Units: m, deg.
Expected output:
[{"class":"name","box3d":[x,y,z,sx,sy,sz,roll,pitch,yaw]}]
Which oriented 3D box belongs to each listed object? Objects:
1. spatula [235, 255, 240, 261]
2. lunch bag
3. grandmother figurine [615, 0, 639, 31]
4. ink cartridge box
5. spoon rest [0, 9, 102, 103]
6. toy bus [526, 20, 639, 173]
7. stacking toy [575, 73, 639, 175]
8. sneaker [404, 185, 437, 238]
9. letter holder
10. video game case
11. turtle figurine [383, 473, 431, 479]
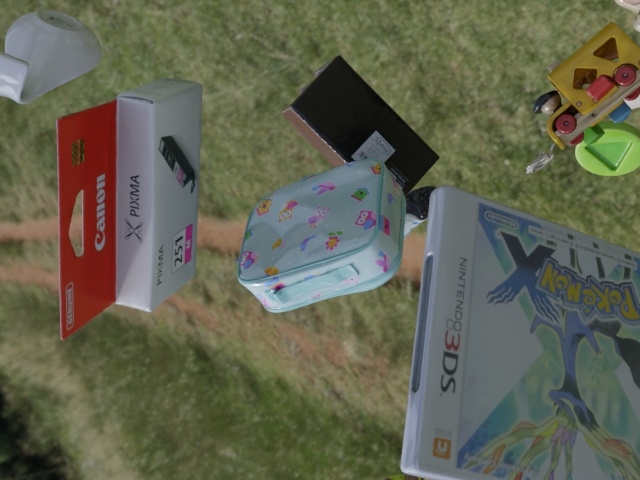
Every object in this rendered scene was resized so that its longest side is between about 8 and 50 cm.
[{"class":"spatula","box3d":[-0.057,0.054,1.902,0.296,0.084,0.030,19,132,34]},{"class":"lunch bag","box3d":[0.000,0.000,1.439,0.279,0.224,0.108,-19,135,26]},{"class":"grandmother figurine","box3d":[0.511,-0.427,1.338,0.342,0.104,0.207,-51,-49,-73]},{"class":"ink cartridge box","box3d":[-0.224,-0.041,1.063,0.060,0.239,0.275,12,113,15]},{"class":"spoon rest","box3d":[-0.396,-0.258,1.234,0.137,0.276,0.084,21,116,-5]},{"class":"toy bus","box3d":[0.369,-0.214,1.248,0.104,0.202,0.191,55,150,18]},{"class":"stacking toy","box3d":[0.650,-0.234,1.676,0.280,0.130,0.309,13,144,5]},{"class":"sneaker","box3d":[0.198,-0.051,2.150,0.085,0.237,0.086,48,-170,-3]},{"class":"letter holder","box3d":[0.070,-0.222,1.888,0.302,0.152,0.214,44,172,-11]},{"class":"video game case","box3d":[0.247,0.125,0.932,0.329,0.300,0.036,17,157,-21]},{"class":"turtle figurine","box3d":[0.175,0.367,1.436,0.087,0.217,0.269,46,146,17]}]
